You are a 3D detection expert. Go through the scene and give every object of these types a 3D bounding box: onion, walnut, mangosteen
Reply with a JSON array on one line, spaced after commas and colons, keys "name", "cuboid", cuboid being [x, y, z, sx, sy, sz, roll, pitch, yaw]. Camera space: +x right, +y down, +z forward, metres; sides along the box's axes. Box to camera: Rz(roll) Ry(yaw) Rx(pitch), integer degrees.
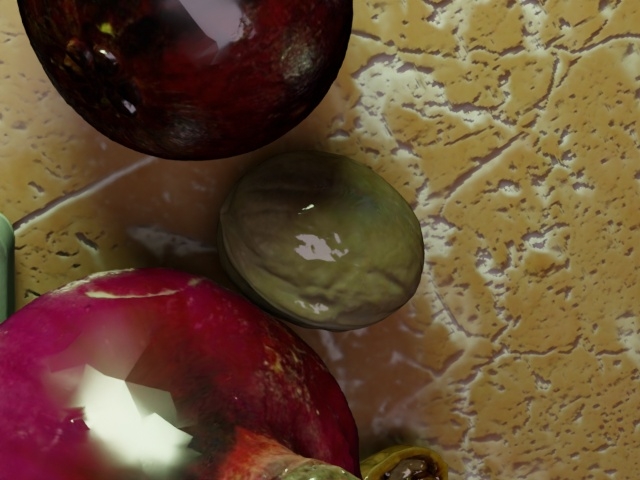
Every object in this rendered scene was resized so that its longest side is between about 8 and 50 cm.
[{"name": "onion", "cuboid": [-0.091, 0.185, 1.087, 0.347, 0.385, 0.348, 6, 80, -35]}, {"name": "walnut", "cuboid": [0.000, 0.001, 1.193, 0.162, 0.140, 0.140, 11, 111, -23]}, {"name": "walnut", "cuboid": [0.052, 0.217, 1.330, 0.121, 0.052, 0.091, -26, 115, -33]}, {"name": "mangosteen", "cuboid": [-0.073, -0.186, 1.074, 0.261, 0.235, 0.235, -49, 120, -32]}]

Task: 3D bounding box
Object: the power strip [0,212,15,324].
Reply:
[{"name": "power strip", "cuboid": [-0.333, 0.101, 1.209, 0.193, 0.059, 0.265, 2, 109, -5]}]
